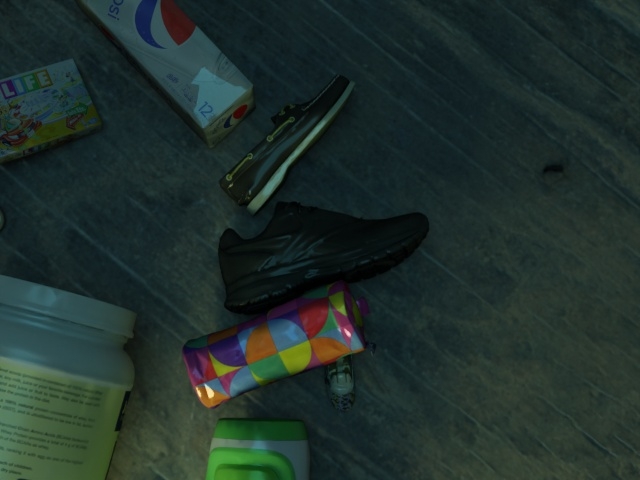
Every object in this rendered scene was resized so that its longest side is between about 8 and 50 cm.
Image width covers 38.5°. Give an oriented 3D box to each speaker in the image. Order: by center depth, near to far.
[{"bbox_3d":[-0.078,0.368,1.113,0.131,0.131,0.297,2,81,-1],"label":"speaker"}]

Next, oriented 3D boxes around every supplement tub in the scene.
[{"bbox_3d":[-0.356,0.217,1.077,0.235,0.235,0.325,14,80,1],"label":"supplement tub"}]

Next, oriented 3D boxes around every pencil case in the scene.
[{"bbox_3d":[-0.052,0.130,1.149,0.236,0.104,0.104,-21,81,7],"label":"pencil case"}]

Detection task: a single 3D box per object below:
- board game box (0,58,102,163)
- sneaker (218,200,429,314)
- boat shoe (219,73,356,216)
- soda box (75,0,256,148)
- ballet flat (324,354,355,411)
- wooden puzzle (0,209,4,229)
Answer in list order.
[{"bbox_3d":[-0.385,-0.172,1.226,0.154,0.026,0.103,-23,82,-21],"label":"board game box"},{"bbox_3d":[0.000,0.000,1.190,0.286,0.109,0.130,-16,75,-6],"label":"sneaker"},{"bbox_3d":[-0.042,-0.140,1.220,0.068,0.081,0.228,39,84,1],"label":"boat shoe"},{"bbox_3d":[-0.213,-0.264,1.230,0.091,0.098,0.286,-42,83,-7],"label":"soda box"},{"bbox_3d":[0.024,0.165,1.192,0.041,0.041,0.114,-4,81,-2],"label":"ballet flat"},{"bbox_3d":[-0.540,-0.074,1.140,0.238,0.044,0.221,-31,88,-51],"label":"wooden puzzle"}]
